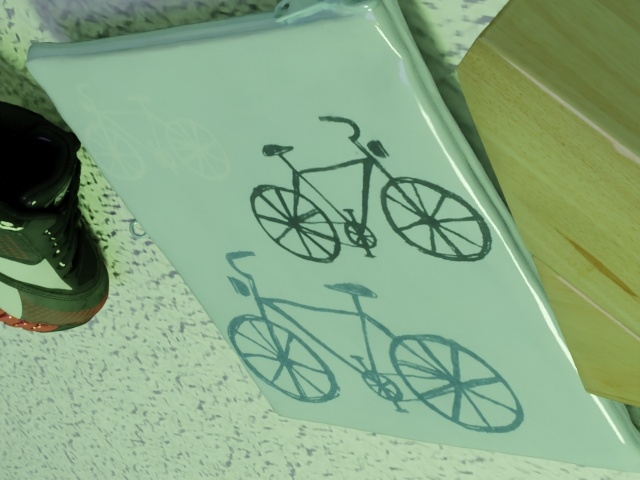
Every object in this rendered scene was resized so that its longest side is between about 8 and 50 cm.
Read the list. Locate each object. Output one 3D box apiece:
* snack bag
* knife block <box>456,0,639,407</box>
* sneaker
[{"bbox_3d":[0.000,0.000,0.809,0.323,0.037,0.342,1,134,48],"label":"snack bag"},{"bbox_3d":[0.205,0.011,0.530,0.242,0.088,0.276,10,139,42],"label":"knife block"},{"bbox_3d":[-0.208,-0.016,0.955,0.135,0.098,0.276,-10,147,21],"label":"sneaker"}]
